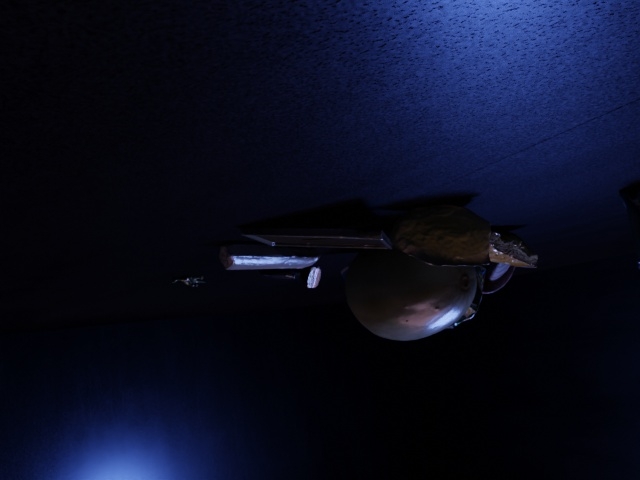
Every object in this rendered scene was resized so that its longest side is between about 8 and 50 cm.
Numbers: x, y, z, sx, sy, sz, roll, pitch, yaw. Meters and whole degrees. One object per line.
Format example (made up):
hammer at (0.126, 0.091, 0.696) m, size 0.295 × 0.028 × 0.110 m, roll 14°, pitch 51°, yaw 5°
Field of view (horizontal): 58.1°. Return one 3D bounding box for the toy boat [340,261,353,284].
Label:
toy boat at (0.201, 0.051, 1.547) m, size 0.295 × 0.088 × 0.129 m, roll -15°, pitch 175°, yaw -30°

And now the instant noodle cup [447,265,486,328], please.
instant noodle cup at (0.378, 0.131, 1.709) m, size 0.240 × 0.240 × 0.178 m, roll -13°, pitch -179°, yaw 26°

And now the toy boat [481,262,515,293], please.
toy boat at (0.557, 0.062, 1.768) m, size 0.206 × 0.096 × 0.282 m, roll -47°, pitch 160°, yaw -8°

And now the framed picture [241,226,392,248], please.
framed picture at (0.000, 0.000, 1.087) m, size 0.260 × 0.023 × 0.189 m, roll 1°, pitch 173°, yaw 14°

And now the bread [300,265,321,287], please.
bread at (-0.029, 0.116, 1.774) m, size 0.043 × 0.062 × 0.109 m, roll -3°, pitch 166°, yaw -21°

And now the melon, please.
melon at (0.197, 0.099, 1.303) m, size 0.308 × 0.271 × 0.272 m, roll -15°, pitch 169°, yaw 21°

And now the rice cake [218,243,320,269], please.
rice cake at (-0.107, 0.033, 1.247) m, size 0.256 × 0.052 × 0.057 m, roll 1°, pitch 163°, yaw -45°

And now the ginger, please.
ginger at (0.221, -0.016, 1.109) m, size 0.193 × 0.115 × 0.122 m, roll 5°, pitch -173°, yaw -7°

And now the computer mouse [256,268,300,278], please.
computer mouse at (-0.108, 0.075, 1.508) m, size 0.135 × 0.047 × 0.079 m, roll -2°, pitch 165°, yaw 43°

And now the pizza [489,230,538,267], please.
pizza at (0.468, 0.011, 1.559) m, size 0.188 × 0.080 × 0.204 m, roll 21°, pitch 169°, yaw -21°

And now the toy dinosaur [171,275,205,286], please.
toy dinosaur at (-0.359, 0.110, 1.590) m, size 0.061 × 0.029 × 0.120 m, roll 5°, pitch -179°, yaw 21°

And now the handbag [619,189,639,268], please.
handbag at (0.714, -0.017, 1.264) m, size 0.062 × 0.179 × 0.229 m, roll -13°, pitch 167°, yaw 30°
